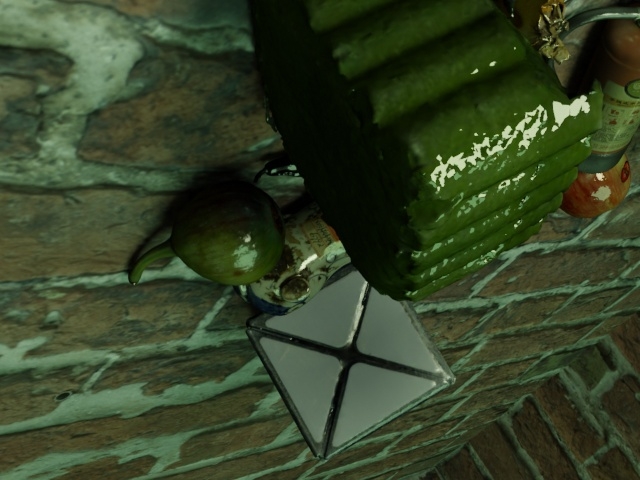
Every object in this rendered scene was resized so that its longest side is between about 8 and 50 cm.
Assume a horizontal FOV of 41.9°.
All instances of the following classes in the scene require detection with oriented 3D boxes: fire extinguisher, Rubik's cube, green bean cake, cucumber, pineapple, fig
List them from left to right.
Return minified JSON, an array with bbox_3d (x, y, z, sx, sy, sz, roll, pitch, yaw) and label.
[{"bbox_3d":[-0.165,0.005,1.096,0.245,0.149,0.149,-17,159,18],"label":"fig"},{"bbox_3d":[-0.020,-0.103,1.112,0.163,0.043,0.039,-8,-171,-33],"label":"cucumber"},{"bbox_3d":[0.045,0.187,1.397,0.260,0.254,0.259,-31,172,-5],"label":"Rubik's cube"},{"bbox_3d":[0.089,-0.137,0.846,0.218,0.319,0.335,-27,158,-14],"label":"green bean cake"},{"bbox_3d":[0.217,-0.224,0.837,0.077,0.114,0.114,-10,151,3],"label":"pineapple"},{"bbox_3d":[0.429,-0.236,1.248,0.200,0.113,0.376,-22,154,-14],"label":"fire extinguisher"}]

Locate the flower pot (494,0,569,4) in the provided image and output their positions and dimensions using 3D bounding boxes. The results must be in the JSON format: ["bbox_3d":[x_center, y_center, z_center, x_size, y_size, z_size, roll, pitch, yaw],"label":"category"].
[{"bbox_3d":[0.221,-0.323,0.880,0.158,0.106,0.157,-23,157,-11],"label":"flower pot"}]

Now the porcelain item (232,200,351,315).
[{"bbox_3d":[0.000,0.000,1.232,0.288,0.138,0.186,-33,172,-3],"label":"porcelain item"}]

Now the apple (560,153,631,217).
[{"bbox_3d":[0.478,-0.109,1.488,0.146,0.146,0.131,-36,111,13],"label":"apple"}]
